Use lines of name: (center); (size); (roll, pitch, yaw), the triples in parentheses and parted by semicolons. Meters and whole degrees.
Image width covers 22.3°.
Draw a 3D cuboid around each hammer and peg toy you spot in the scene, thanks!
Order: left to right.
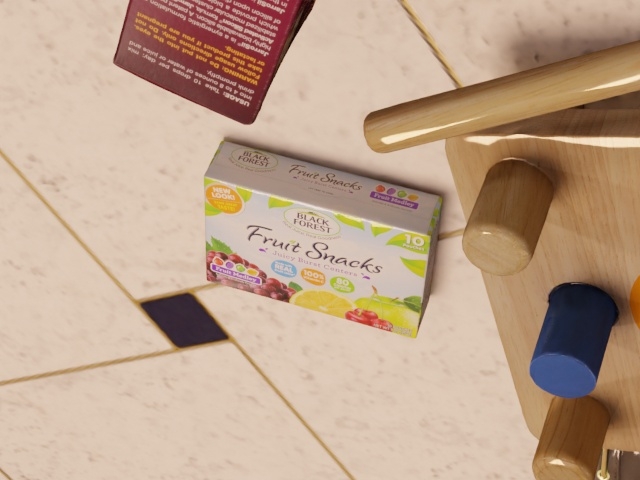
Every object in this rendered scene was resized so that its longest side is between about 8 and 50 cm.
hammer and peg toy: (0.191, -0.008, 0.832); (0.266, 0.127, 0.361); (2, 136, 26)

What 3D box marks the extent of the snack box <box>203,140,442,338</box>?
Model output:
snack box: (0.000, 0.000, 0.999); (0.141, 0.037, 0.100); (14, 139, 10)

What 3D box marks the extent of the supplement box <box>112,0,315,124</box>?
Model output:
supplement box: (-0.030, -0.161, 0.780); (0.081, 0.104, 0.188); (24, 141, -1)

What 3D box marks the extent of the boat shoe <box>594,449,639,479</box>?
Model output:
boat shoe: (0.199, 0.172, 1.072); (0.069, 0.081, 0.227); (16, 133, 12)
